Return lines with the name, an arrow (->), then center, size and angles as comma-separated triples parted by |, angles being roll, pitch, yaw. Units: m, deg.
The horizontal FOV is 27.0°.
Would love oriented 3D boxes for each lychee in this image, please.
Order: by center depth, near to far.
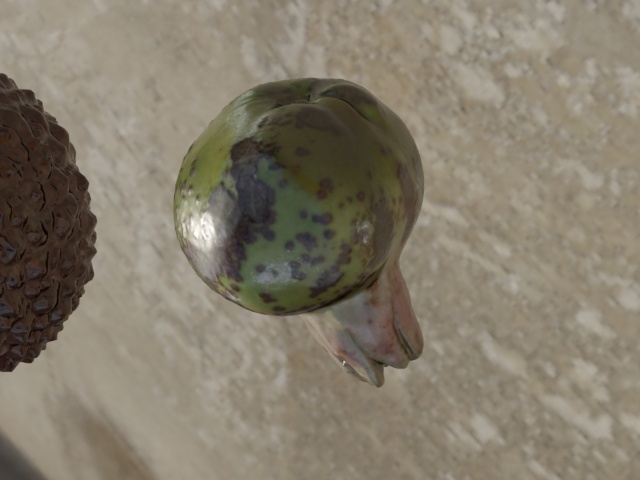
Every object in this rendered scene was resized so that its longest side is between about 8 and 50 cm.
lychee -> -0.325, -0.019, 1.138 | 0.264, 0.264, 0.300 | 12, 133, 53

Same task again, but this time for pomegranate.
pomegranate -> 0.006, -0.009, 0.684 | 0.163, 0.138, 0.125 | 40, 118, -2
